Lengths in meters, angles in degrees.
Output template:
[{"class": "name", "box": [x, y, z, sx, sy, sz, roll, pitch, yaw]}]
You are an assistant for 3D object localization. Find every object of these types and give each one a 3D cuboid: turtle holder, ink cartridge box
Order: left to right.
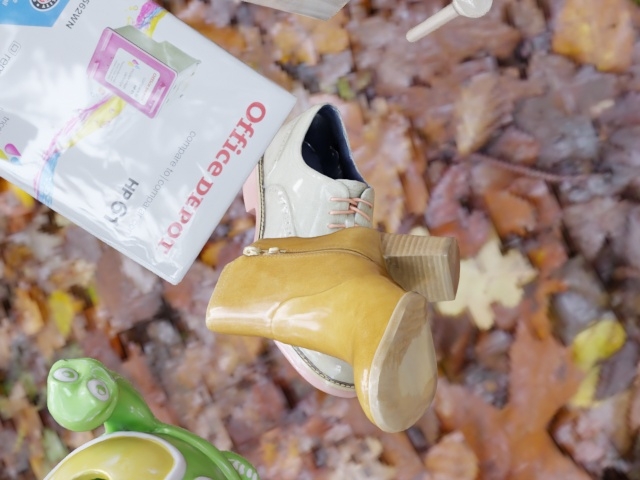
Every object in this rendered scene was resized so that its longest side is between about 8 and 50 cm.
[{"class": "ink cartridge box", "box": [-0.083, -0.052, 0.567, 0.122, 0.052, 0.088, 33, 90, -11]}, {"class": "turtle holder", "box": [-0.183, 0.294, 1.470, 0.243, 0.227, 0.320, 17, 99, 16]}]

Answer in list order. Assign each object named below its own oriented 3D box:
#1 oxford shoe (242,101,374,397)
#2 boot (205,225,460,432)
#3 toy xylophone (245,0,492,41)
[{"class": "oxford shoe", "box": [0.000, 0.000, 1.753, 0.146, 0.140, 0.397, -46, 46, 36]}, {"class": "boot", "box": [-0.003, 0.075, 1.262, 0.211, 0.295, 0.104, -3, 115, 17]}, {"class": "toy xylophone", "box": [0.000, -0.227, 1.130, 0.323, 0.236, 0.081, -168, 91, -74]}]
